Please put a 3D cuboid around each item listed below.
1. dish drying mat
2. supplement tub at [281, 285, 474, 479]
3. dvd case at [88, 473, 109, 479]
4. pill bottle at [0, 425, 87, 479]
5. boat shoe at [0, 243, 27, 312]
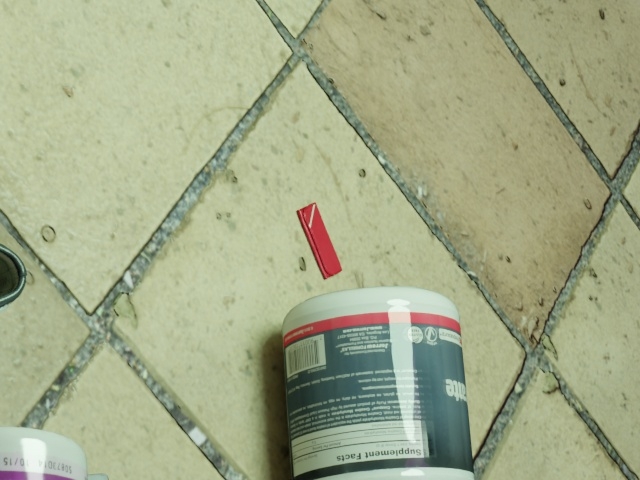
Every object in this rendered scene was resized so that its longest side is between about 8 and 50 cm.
[{"bbox_3d":[0.000,0.000,2.158,0.032,0.008,0.083,-27,96,-49],"label":"dish drying mat"},{"bbox_3d":[0.061,0.197,2.015,0.191,0.191,0.272,11,68,-44],"label":"supplement tub"},{"bbox_3d":[-0.235,0.332,1.746,0.179,0.029,0.238,0,66,-47],"label":"dvd case"},{"bbox_3d":[-0.271,0.317,1.587,0.169,0.169,0.301,15,61,-43],"label":"pill bottle"},{"bbox_3d":[-0.393,0.032,1.671,0.302,0.091,0.114,-7,81,-47],"label":"boat shoe"}]
